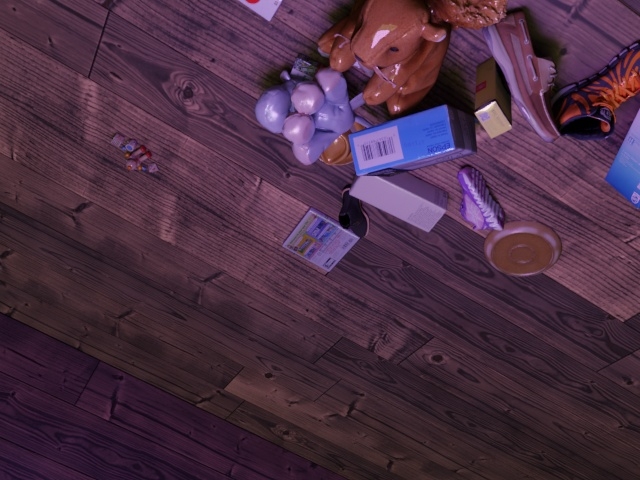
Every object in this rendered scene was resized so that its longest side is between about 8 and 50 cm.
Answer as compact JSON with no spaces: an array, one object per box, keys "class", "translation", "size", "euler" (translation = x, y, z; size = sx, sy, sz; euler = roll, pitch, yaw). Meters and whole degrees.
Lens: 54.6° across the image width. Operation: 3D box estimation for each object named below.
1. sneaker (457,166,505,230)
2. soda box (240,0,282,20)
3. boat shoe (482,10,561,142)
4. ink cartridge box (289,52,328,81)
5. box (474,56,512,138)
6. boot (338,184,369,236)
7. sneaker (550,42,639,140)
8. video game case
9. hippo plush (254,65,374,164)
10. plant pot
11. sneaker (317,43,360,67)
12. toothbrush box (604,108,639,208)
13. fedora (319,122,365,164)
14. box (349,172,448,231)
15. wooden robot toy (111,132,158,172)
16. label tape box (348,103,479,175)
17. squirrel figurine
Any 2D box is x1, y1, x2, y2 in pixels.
[{"class":"sneaker","translation":[0.448,-0.110,1.815],"size":[0.104,0.095,0.236],"euler":[-14,128,37]},{"class":"soda box","translation":[-0.190,-0.638,1.516],"size":[0.216,0.069,0.074],"euler":[32,133,-13]},{"class":"boat shoe","translation":[0.498,-0.387,1.457],"size":[0.116,0.123,0.324],"euler":[-26,95,23]},{"class":"ink cartridge box","translation":[-0.019,-0.449,1.671],"size":[0.115,0.029,0.063],"euler":[24,135,-6]},{"class":"box","translation":[0.417,-0.349,1.494],"size":[0.058,0.232,0.087],"euler":[-24,123,33]},{"class":"boot","translation":[0.095,-0.055,1.933],"size":[0.077,0.137,0.198],"euler":[-6,131,22]},{"class":"sneaker","translation":[0.701,-0.336,1.460],"size":[0.124,0.180,0.321],"euler":[40,130,-21]},{"class":"video game case","translation":[0.000,0.000,2.093],"size":[0.193,0.023,0.212],"euler":[29,134,-12]},{"class":"hippo plush","translation":[-0.040,-0.366,1.601],"size":[0.236,0.294,0.234],"euler":[34,146,32]},{"class":"plant pot","translation":[0.629,0.035,1.935],"size":[0.236,0.032,0.236],"euler":[8,134,8]},{"class":"sneaker","translation":[0.136,-0.463,1.567],"size":[0.292,0.110,0.118],"euler":[8,143,10]},{"class":"toothbrush box","translation":[0.850,-0.243,1.475],"size":[0.216,0.126,0.295],"euler":[-15,139,-19]},{"class":"fedora","translation":[0.041,-0.280,1.778],"size":[0.194,0.079,0.194],"euler":[9,135,9]},{"class":"box","translation":[0.233,-0.140,1.843],"size":[0.275,0.094,0.113],"euler":[26,134,-8]},{"class":"wooden robot toy","translation":[-0.597,-0.263,1.981],"size":[0.076,0.079,0.173],"euler":[-23,123,32]},{"class":"label tape box","translation":[0.257,-0.241,1.575],"size":[0.249,0.347,0.115],"euler":[-13,87,27]},{"class":"squirrel figurine","translation":[0.192,-0.474,1.300],"size":[0.397,0.370,0.281],"euler":[-39,87,7]}]
